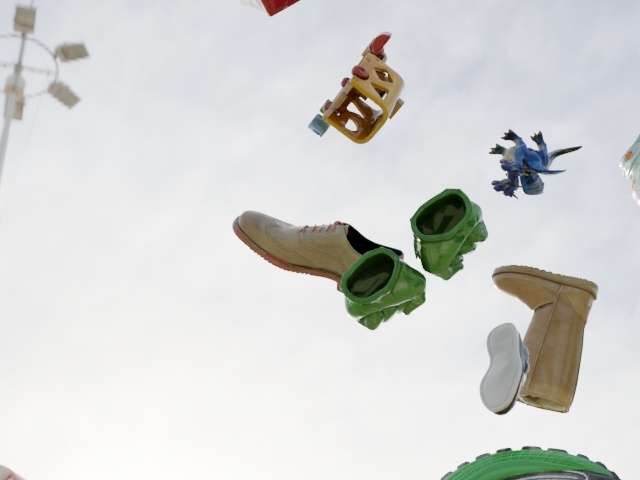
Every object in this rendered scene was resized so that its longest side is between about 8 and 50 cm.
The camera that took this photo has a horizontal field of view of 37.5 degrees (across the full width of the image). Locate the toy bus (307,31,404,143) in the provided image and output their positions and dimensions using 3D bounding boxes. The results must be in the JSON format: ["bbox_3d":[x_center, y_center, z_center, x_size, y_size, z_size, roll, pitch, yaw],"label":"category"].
[{"bbox_3d":[0.085,-0.242,1.543,0.104,0.191,0.202,37,-96,-6],"label":"toy bus"}]

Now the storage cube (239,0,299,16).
[{"bbox_3d":[-0.060,-0.470,1.418,0.193,0.215,0.184,-32,-65,-5],"label":"storage cube"}]

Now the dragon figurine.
[{"bbox_3d":[0.440,-0.147,1.926,0.289,0.144,0.085,4,-39,-37],"label":"dragon figurine"}]

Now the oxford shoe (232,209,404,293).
[{"bbox_3d":[0.000,0.000,1.854,0.348,0.123,0.130,21,-58,-3],"label":"oxford shoe"}]

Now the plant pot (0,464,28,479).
[{"bbox_3d":[-0.342,0.396,1.025,0.275,0.275,0.243,-26,-65,18],"label":"plant pot"}]

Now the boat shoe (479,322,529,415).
[{"bbox_3d":[0.186,0.133,0.935,0.046,0.125,0.038,-27,-67,23],"label":"boat shoe"}]

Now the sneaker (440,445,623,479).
[{"bbox_3d":[0.128,0.297,0.842,0.343,0.146,0.134,-18,-71,-5],"label":"sneaker"}]

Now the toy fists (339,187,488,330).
[{"bbox_3d":[0.157,0.039,1.541,0.279,0.096,0.142,-41,-24,-3],"label":"toy fists"}]

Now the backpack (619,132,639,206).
[{"bbox_3d":[0.327,-0.075,0.745,0.151,0.115,0.182,-9,-32,-24],"label":"backpack"}]

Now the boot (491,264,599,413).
[{"bbox_3d":[0.418,0.189,1.886,0.236,0.270,0.089,8,-26,34],"label":"boot"}]
